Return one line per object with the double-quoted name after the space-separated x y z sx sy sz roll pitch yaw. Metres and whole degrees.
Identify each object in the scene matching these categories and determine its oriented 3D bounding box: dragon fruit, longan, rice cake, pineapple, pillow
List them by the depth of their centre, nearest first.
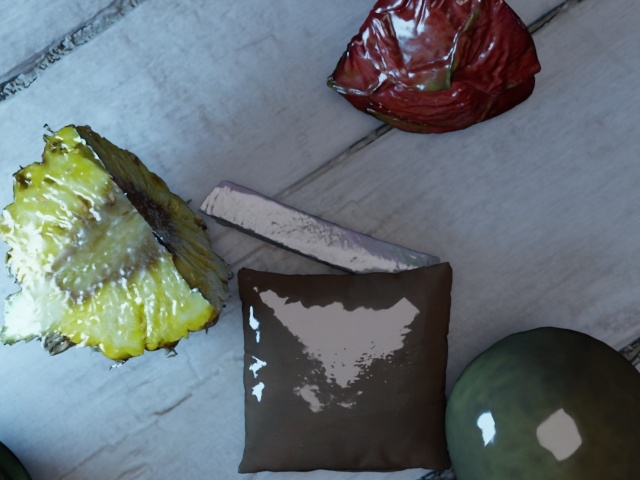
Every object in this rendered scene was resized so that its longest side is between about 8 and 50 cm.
0.311 0.266 1.182 0.297 0.297 0.297 0 85 -2 "longan"
0.143 -0.308 1.232 0.302 0.330 0.240 -18 64 -1 "dragon fruit"
0.033 0.183 1.248 0.308 0.108 0.305 -1 98 -1 "pillow"
-0.312 0.034 1.249 0.286 0.209 0.344 -38 90 14 "pineapple"
0.000 0.000 1.299 0.365 0.056 0.072 19 85 0 "rice cake"

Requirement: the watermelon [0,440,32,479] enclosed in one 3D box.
-0.544 0.355 1.146 0.359 0.279 0.279 20 85 3 "watermelon"
